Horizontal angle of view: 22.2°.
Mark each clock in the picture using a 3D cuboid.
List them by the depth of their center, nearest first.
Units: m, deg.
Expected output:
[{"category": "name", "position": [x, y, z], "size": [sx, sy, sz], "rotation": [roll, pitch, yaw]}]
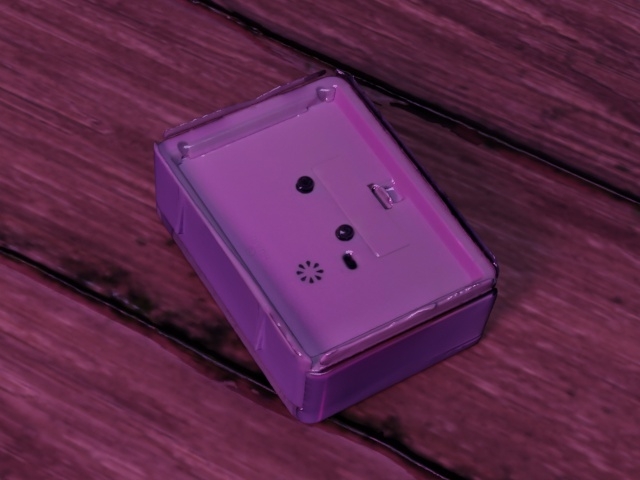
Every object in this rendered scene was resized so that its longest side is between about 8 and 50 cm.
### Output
[{"category": "clock", "position": [-0.001, 0.000, 0.997], "size": [0.144, 0.073, 0.193], "rotation": [-23, 59, -21]}]
